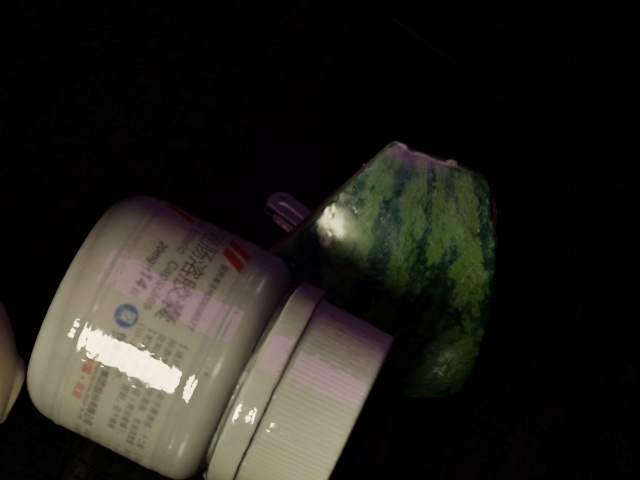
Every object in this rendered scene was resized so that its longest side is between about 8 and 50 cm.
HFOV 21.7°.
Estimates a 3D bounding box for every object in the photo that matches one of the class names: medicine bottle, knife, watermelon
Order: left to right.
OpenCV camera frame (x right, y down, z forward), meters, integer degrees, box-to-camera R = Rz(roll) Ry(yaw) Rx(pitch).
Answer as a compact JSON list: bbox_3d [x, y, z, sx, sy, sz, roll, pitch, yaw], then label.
[{"bbox_3d":[-0.105,0.119,1.636,0.306,0.245,0.245,26,47,3],"label":"medicine bottle"},{"bbox_3d":[0.000,0.000,1.927,0.162,0.023,0.044,39,48,16],"label":"knife"},{"bbox_3d":[0.039,-0.009,1.814,0.250,0.283,0.292,5,32,-31],"label":"watermelon"}]

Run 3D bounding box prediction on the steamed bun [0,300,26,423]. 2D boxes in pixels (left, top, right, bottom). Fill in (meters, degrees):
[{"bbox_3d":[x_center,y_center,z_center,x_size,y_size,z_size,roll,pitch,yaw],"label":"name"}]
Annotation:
[{"bbox_3d":[-0.373,0.120,1.610,0.177,0.131,0.228,-37,49,1],"label":"steamed bun"}]
